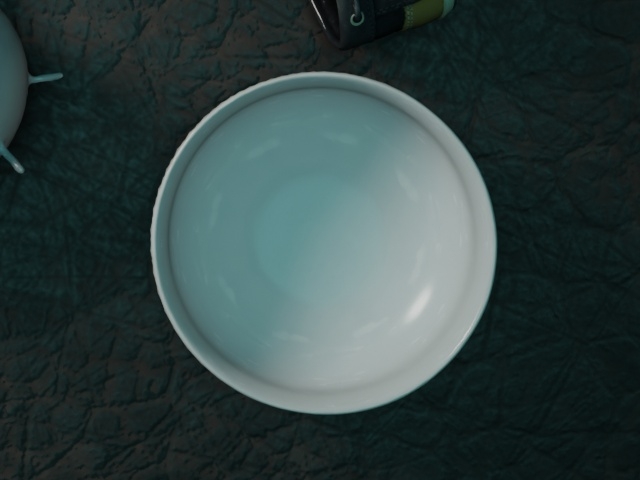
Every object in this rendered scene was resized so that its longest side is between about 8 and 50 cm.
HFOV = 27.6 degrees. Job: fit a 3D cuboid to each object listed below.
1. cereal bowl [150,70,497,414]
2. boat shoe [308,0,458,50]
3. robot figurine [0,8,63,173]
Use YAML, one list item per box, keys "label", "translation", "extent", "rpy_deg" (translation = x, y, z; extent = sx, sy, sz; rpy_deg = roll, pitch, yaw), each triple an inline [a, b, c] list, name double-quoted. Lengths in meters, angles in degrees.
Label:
- label: "cereal bowl"
  translation: [0.000, 0.000, 1.319]
  extent: [0.339, 0.141, 0.339]
  rpy_deg: [0, 94, -5]
- label: "boat shoe"
  translation: [-0.044, -0.407, 1.262]
  extent: [0.156, 0.187, 0.500]
  rpy_deg: [-34, 102, -7]
- label: "robot figurine"
  translation: [-0.433, -0.166, 1.237]
  extent: [0.353, 0.200, 0.300]
  rpy_deg: [18, 69, -6]
